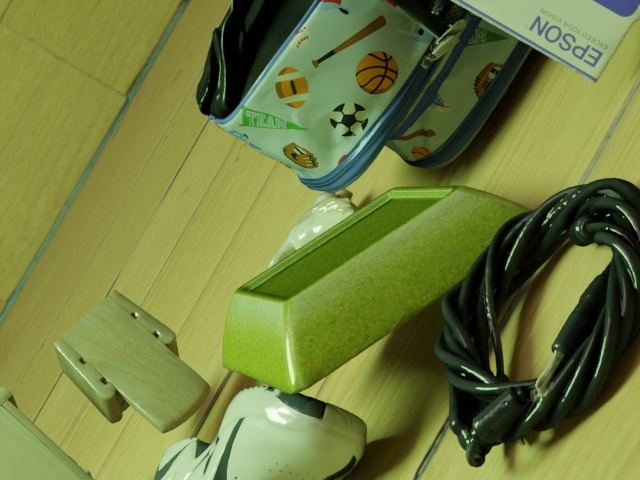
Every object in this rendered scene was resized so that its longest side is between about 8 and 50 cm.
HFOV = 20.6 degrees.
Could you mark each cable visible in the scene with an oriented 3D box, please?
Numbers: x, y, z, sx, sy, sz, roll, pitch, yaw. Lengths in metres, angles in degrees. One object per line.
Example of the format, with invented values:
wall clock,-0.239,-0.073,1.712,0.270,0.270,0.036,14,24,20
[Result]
cable,0.118,0.028,0.942,0.150,0.047,0.184,-50,17,32

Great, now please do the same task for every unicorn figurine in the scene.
unicorn figurine,0.000,0.000,1.353,0.111,0.060,0.162,-54,16,21

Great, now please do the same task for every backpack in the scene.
backpack,0.034,-0.163,1.276,0.263,0.213,0.276,-51,9,2

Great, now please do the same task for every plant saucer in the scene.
plant saucer,0.025,0.019,1.106,0.188,0.045,0.188,-34,10,-13

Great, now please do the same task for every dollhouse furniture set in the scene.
dollhouse furniture set,-0.185,0.260,1.452,0.286,0.198,0.303,-42,-24,-22

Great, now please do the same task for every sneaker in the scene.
sneaker,-0.055,0.190,1.117,0.235,0.094,0.153,-27,42,52

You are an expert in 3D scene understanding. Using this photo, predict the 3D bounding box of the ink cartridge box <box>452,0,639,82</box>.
ink cartridge box,0.139,-0.230,1.085,0.208,0.206,0.045,-57,-13,1
